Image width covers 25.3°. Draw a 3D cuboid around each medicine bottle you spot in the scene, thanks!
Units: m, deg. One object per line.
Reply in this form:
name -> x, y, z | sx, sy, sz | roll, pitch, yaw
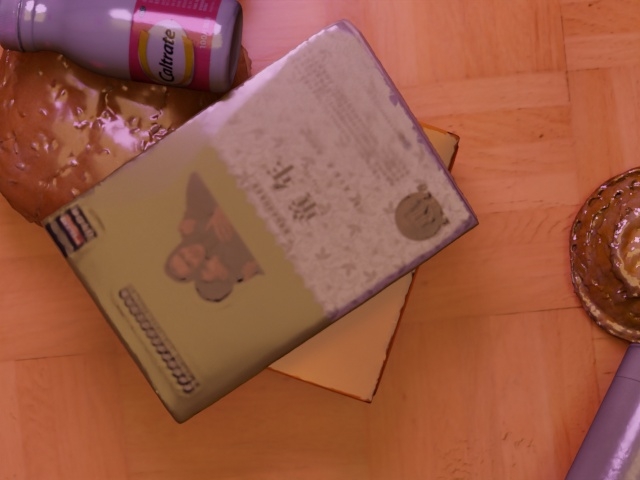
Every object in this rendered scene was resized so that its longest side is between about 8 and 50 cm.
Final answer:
medicine bottle -> -0.185, -0.194, 1.319 | 0.216, 0.090, 0.090 | 8, 88, 3

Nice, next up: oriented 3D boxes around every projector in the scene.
projector -> 0.288, 0.272, 1.425 | 0.108, 0.108, 0.337 | 28, 80, -1

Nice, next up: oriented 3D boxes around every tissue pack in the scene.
tissue pack -> 0.000, 0.000, 1.429 | 0.194, 0.145, 0.274 | 20, 87, -3

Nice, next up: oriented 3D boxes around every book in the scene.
book -> -0.053, -0.020, 1.342 | 0.352, 0.035, 0.239 | -34, 91, -2

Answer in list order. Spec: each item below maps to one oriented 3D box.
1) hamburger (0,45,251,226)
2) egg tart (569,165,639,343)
hamburger -> -0.199, -0.136, 1.429 | 0.259, 0.144, 0.283 | 5, 83, 1
egg tart -> 0.348, 0.015, 1.474 | 0.191, 0.074, 0.191 | 0, 87, 0
